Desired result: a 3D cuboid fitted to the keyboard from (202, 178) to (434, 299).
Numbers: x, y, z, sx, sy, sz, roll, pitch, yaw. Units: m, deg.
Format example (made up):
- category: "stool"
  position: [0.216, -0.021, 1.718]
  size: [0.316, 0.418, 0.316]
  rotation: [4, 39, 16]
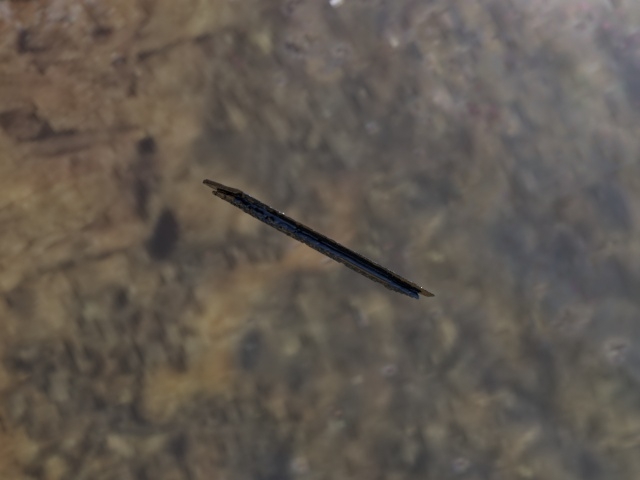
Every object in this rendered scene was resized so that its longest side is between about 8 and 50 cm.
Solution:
- category: "keyboard"
  position: [-0.001, 0.002, 1.312]
  size: [0.196, 0.074, 0.015]
  rotation: [28, 89, -29]
